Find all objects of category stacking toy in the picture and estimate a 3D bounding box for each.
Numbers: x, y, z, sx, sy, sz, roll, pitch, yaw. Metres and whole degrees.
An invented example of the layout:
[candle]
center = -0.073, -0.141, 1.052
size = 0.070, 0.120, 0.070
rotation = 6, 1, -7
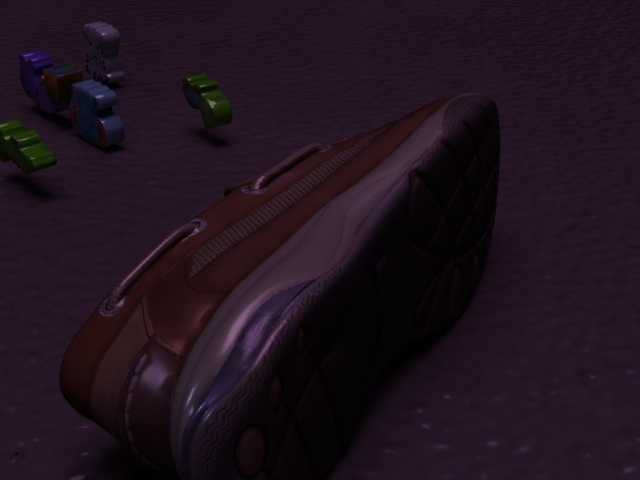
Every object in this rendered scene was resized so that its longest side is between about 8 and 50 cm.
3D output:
[stacking toy]
center = -0.194, -0.106, 0.793
size = 0.167, 0.052, 0.221
rotation = -22, 37, -34

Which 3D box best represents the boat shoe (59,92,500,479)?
[boat shoe]
center = 0.000, 0.000, 0.511
size = 0.116, 0.123, 0.324
rotation = 13, 28, 26
